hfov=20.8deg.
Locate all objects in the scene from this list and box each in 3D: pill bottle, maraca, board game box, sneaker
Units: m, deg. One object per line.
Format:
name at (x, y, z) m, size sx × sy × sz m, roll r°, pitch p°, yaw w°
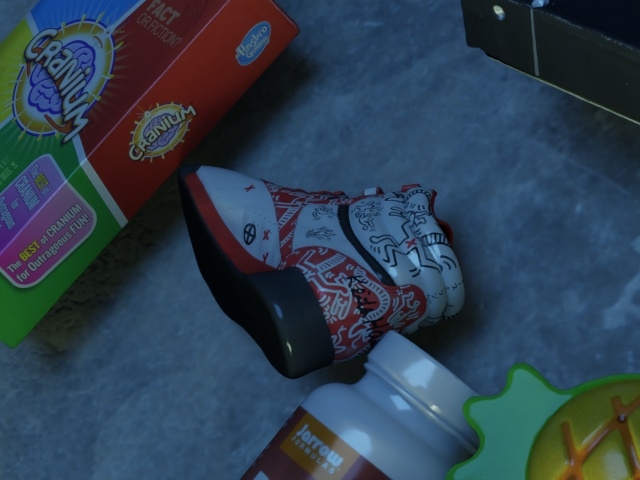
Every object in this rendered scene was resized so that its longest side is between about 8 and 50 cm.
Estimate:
pill bottle at (0.010, 0.165, 1.048) m, size 0.121 × 0.121 × 0.216 m, roll 34°, pitch 84°, yaw 41°
maraca at (0.164, 0.133, 0.974) m, size 0.186 × 0.099 × 0.127 m, roll 12°, pitch 77°, yaw 18°
board game box at (-0.190, -0.098, 1.344) m, size 0.316 × 0.064 × 0.242 m, roll -49°, pitch 37°, yaw -3°
sneaker at (0.000, 0.001, 1.188) m, size 0.145 × 0.090 × 0.270 m, roll -19°, pitch 26°, yaw -13°

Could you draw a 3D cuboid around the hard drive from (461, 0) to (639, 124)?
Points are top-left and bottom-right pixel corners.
hard drive at (0.282, -0.137, 1.040) m, size 0.237 × 0.064 × 0.339 m, roll -35°, pitch 43°, yaw -27°
